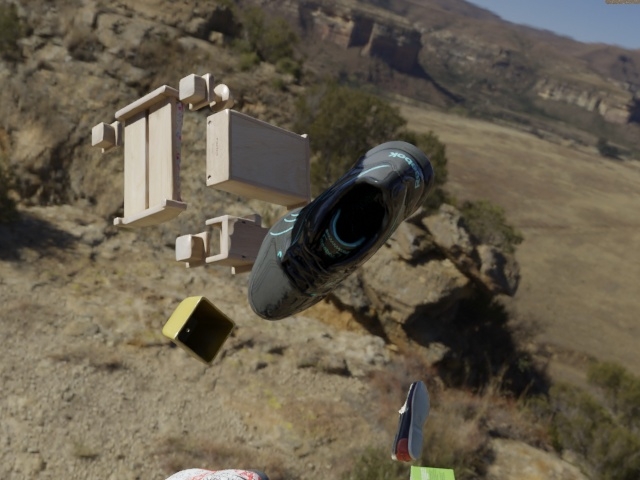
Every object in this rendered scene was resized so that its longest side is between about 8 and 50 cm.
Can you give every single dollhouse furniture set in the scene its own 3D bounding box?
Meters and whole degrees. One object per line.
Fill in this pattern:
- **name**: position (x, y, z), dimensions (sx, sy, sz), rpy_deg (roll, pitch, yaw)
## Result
- **dollhouse furniture set**: position (-0.201, -0.073, 1.104), dimensions (0.355, 0.303, 0.174), rpy_deg (-13, -17, 40)

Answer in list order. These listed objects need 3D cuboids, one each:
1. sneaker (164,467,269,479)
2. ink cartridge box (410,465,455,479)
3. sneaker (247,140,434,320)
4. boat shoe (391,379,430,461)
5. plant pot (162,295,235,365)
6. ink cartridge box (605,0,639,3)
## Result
- **sneaker**: position (-0.244, 0.490, 1.324), dimensions (0.270, 0.090, 0.145), rpy_deg (-13, -15, 22)
- **ink cartridge box**: position (0.232, 0.641, 1.450), dimensions (0.097, 0.255, 0.189), rpy_deg (4, 14, 5)
- **sneaker**: position (0.000, 0.000, 0.719), dimensions (0.101, 0.267, 0.106), rpy_deg (44, 28, 0)
- **boat shoe**: position (0.143, 0.286, 1.097), dimensions (0.049, 0.043, 0.137), rpy_deg (42, 45, -30)
- **plant pot**: position (-0.204, 0.139, 1.099), dimensions (0.083, 0.081, 0.081), rpy_deg (3, -36, 49)
- **ink cartridge box**: position (0.388, -0.311, 0.559), dimensions (0.278, 0.201, 0.117), rpy_deg (8, 36, 28)
